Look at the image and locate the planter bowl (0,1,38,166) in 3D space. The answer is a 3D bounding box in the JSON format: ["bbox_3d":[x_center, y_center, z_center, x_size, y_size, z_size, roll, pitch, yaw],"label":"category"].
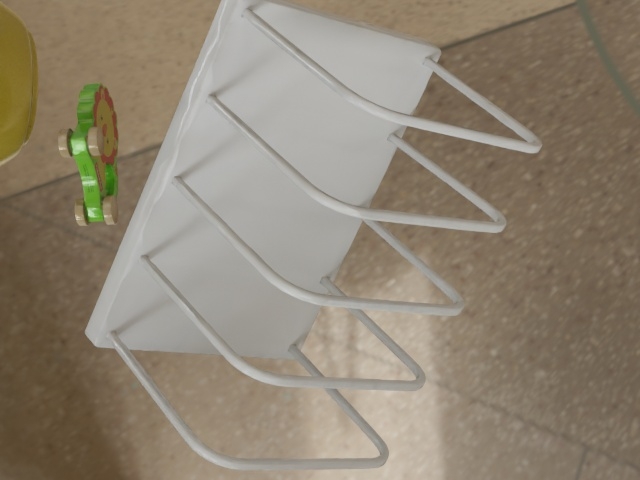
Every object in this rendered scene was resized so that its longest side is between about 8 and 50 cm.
[{"bbox_3d":[-0.276,-0.123,1.113,0.217,0.090,0.217,180,90,-65],"label":"planter bowl"}]

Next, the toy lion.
[{"bbox_3d":[-0.182,-0.074,1.160,0.034,0.096,0.100,-4,118,8],"label":"toy lion"}]

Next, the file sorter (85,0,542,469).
[{"bbox_3d":[0.000,0.000,0.989,0.173,0.192,0.278,42,115,43],"label":"file sorter"}]
